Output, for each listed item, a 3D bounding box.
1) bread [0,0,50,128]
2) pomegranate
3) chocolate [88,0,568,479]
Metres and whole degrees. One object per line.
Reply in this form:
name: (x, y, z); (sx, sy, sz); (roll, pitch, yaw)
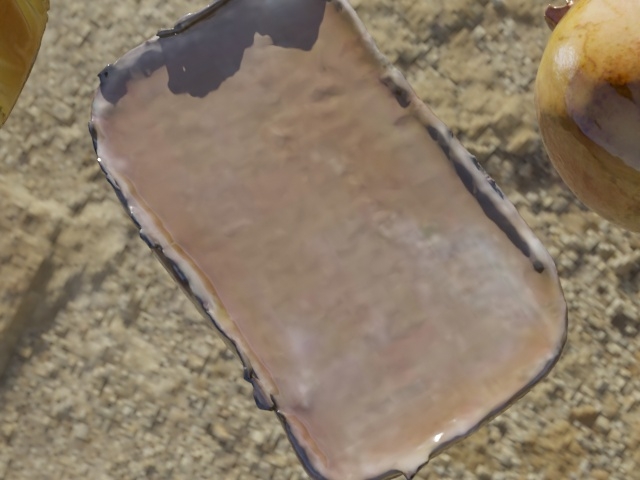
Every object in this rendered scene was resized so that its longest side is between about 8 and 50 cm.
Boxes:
bread: (-0.230, -0.120, 0.758); (0.132, 0.114, 0.191); (5, 64, 14)
pomegranate: (0.295, -0.136, 1.165); (0.252, 0.229, 0.270); (-45, 54, 6)
chocolate: (-0.001, -0.001, 0.675); (0.161, 0.083, 0.261); (-28, 69, -14)
